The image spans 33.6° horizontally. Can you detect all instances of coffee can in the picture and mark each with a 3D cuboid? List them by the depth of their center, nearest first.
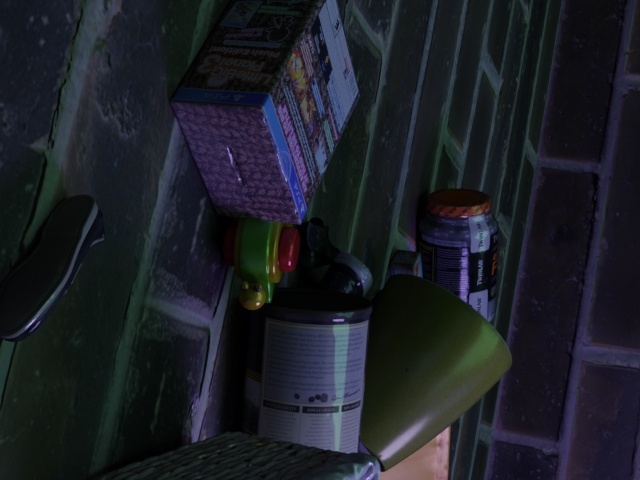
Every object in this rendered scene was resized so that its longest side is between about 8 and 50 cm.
[{"bbox_3d":[-0.026,0.228,1.718,0.201,0.202,0.275,-12,108,-67],"label":"coffee can"}]

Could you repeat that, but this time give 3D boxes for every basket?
[{"bbox_3d":[-0.115,0.446,1.404,0.331,0.266,0.328,-8,104,-55],"label":"basket"}]

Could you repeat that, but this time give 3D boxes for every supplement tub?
[{"bbox_3d":[0.332,0.044,2.570,0.193,0.194,0.316,-41,134,-59],"label":"supplement tub"}]

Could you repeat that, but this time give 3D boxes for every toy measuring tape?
[{"bbox_3d":[-0.079,-0.044,1.639,0.121,0.121,0.330,66,29,-52],"label":"toy measuring tape"}]

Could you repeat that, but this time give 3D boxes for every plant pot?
[{"bbox_3d":[0.149,0.259,1.899,0.293,0.275,0.274,-51,147,-20],"label":"plant pot"}]

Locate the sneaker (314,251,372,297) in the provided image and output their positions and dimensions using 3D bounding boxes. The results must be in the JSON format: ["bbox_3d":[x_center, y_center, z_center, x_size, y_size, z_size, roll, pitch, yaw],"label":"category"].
[{"bbox_3d":[0.011,0.139,1.937,0.153,0.101,0.268,-44,160,-26],"label":"sneaker"}]

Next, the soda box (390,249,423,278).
[{"bbox_3d":[0.203,0.112,2.449,0.063,0.058,0.183,-57,148,-48],"label":"soda box"}]

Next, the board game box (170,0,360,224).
[{"bbox_3d":[-0.069,-0.211,1.559,0.232,0.141,0.291,73,32,-46],"label":"board game box"}]

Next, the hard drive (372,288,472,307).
[{"bbox_3d":[0.171,0.212,2.191,0.318,0.210,0.040,-52,145,-53],"label":"hard drive"}]

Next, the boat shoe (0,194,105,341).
[{"bbox_3d":[-0.291,0.040,1.173,0.065,0.075,0.206,71,29,-42],"label":"boat shoe"}]

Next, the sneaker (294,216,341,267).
[{"bbox_3d":[-0.002,0.000,1.911,0.170,0.051,0.089,-14,113,-64],"label":"sneaker"}]

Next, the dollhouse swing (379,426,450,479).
[{"bbox_3d":[0.098,0.447,2.185,0.315,0.305,0.346,-109,-164,-63],"label":"dollhouse swing"}]
